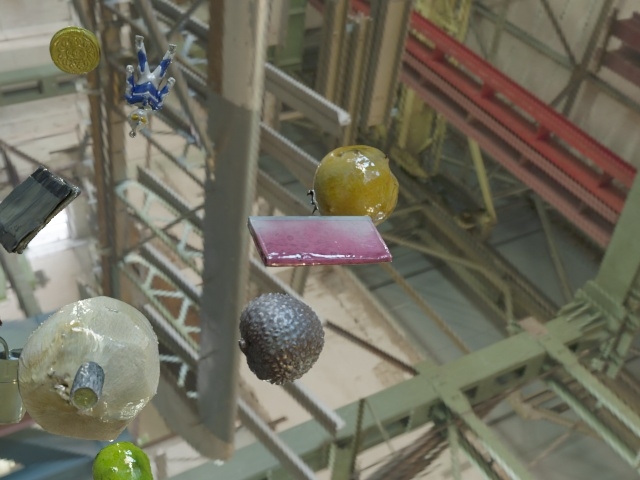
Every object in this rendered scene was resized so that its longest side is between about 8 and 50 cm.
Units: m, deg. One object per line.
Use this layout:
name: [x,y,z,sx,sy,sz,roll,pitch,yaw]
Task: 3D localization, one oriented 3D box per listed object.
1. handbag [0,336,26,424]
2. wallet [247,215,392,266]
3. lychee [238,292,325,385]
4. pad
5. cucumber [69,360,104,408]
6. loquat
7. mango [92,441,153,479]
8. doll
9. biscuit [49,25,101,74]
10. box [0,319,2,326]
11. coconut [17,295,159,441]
handbag: [-0.869,0.343,2.230,0.109,0.241,0.315,-115,-148,-52]
wallet: [0.000,0.000,1.457,0.119,0.232,0.025,-117,-145,-45]
lychee: [-0.125,0.307,2.723,0.300,0.300,0.300,39,-43,48]
pad: [-0.567,-0.066,1.659,0.233,0.174,0.022,27,-20,51]
cucumber: [-0.460,0.282,1.688,0.112,0.064,0.064,-110,-166,-67]
loquat: [0.084,-0.134,2.243,0.244,0.244,0.244,39,-43,48]
mango: [-0.403,0.504,1.769,0.119,0.100,0.178,-36,-101,17]
doll: [-0.390,-0.340,1.935,0.057,0.114,0.227,38,-65,62]
biscuit: [-0.408,-0.315,1.423,0.023,0.084,0.084,-110,-160,-50]
box: [-0.752,0.206,1.367,0.264,0.415,0.115,-5,-63,35]
coconut: [-0.567,0.320,2.123,0.360,0.346,0.346,-129,-150,-67]
